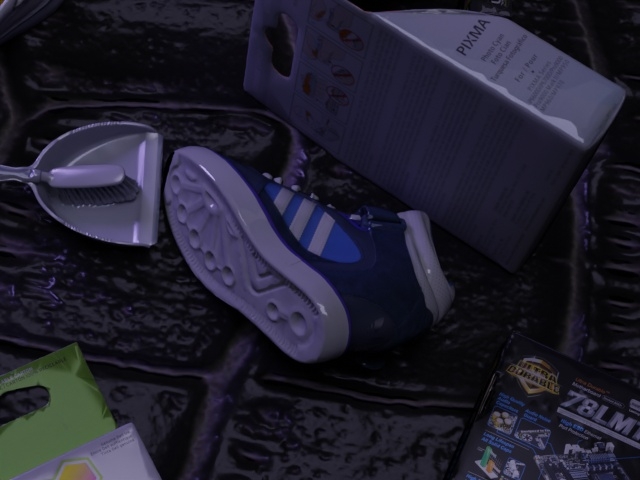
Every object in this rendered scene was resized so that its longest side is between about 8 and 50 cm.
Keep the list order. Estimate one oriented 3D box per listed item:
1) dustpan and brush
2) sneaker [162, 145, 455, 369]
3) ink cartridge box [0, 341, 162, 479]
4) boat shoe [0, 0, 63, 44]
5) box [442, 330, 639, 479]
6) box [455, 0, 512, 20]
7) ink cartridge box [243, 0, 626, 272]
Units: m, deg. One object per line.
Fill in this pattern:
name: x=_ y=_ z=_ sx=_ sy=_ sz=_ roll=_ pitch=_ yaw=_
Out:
dustpan and brush: x=-0.284 y=-0.065 z=1.645 sx=0.211 sy=0.060 sz=0.147 roll=-1 pitch=67 yaw=5
sneaker: x=0.000 y=0.000 z=1.647 sx=0.236 sy=0.130 sz=0.323 roll=-14 pitch=47 yaw=-39
ink cartridge box: x=-0.271 y=0.233 z=1.500 sx=0.188 sy=0.097 sz=0.255 roll=-25 pitch=73 yaw=-17
boat shoe: x=-0.420 y=-0.241 z=1.650 sx=0.367 sy=0.156 sz=0.136 roll=-40 pitch=77 yaw=-22
box: x=0.274 y=0.285 z=1.572 sx=0.295 sy=0.073 sz=0.293 roll=24 pitch=65 yaw=3
box: x=0.194 y=-0.273 z=1.794 sx=0.052 sy=0.083 sz=0.062 roll=6 pitch=66 yaw=-6
ink cartridge box: x=0.104 y=-0.155 z=1.609 sx=0.385 sy=0.308 sz=0.091 roll=35 pitch=66 yaw=9
